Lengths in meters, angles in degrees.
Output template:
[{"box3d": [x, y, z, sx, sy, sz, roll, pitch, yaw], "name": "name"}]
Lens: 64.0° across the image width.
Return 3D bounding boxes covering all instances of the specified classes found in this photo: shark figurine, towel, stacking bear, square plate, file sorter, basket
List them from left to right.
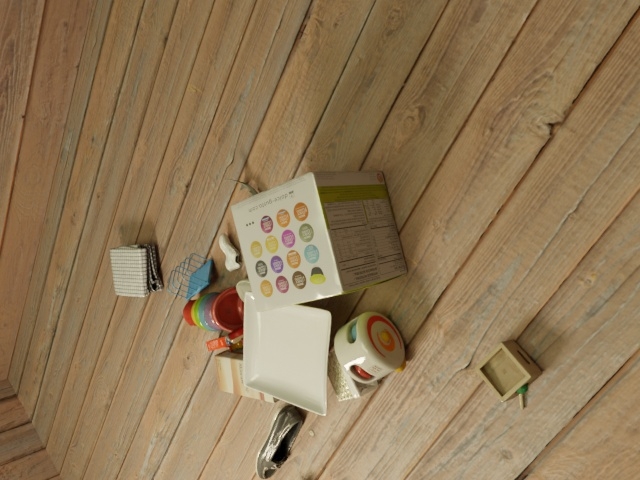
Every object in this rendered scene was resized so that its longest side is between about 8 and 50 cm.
[{"box3d": [-0.850, 0.135, 2.369, 0.283, 0.121, 0.235, -4, 92, 40], "name": "towel"}, {"box3d": [-0.534, 0.145, 2.094, 0.170, 0.104, 0.118, -36, 39, 36], "name": "file sorter"}, {"box3d": [-0.439, 0.284, 2.038, 0.289, 0.164, 0.175, -10, 87, 44], "name": "stacking bear"}, {"box3d": [-0.251, -0.111, 1.862, 0.166, 0.116, 0.278, -17, 87, 37], "name": "shark figurine"}, {"box3d": [-0.109, 0.357, 1.671, 0.347, 0.049, 0.344, 9, 102, 32], "name": "square plate"}, {"box3d": [0.090, 0.423, 1.655, 0.103, 0.113, 0.167, -35, 73, 38], "name": "basket"}]

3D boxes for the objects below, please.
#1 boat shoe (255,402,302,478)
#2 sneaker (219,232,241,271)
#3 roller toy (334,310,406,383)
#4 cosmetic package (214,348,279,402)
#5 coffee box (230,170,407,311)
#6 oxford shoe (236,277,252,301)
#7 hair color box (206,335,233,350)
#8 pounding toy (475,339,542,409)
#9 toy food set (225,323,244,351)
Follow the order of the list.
[{"box3d": [-0.152, 0.764, 1.892, 0.095, 0.112, 0.335, 30, 110, 37], "name": "boat shoe"}, {"box3d": [-0.348, 0.041, 2.001, 0.061, 0.053, 0.152, -18, 90, 29], "name": "sneaker"}, {"box3d": [0.153, 0.319, 1.540, 0.146, 0.191, 0.209, -40, 71, 34], "name": "roller toy"}, {"box3d": [-0.247, 0.495, 1.918, 0.296, 0.129, 0.153, -4, 96, 38], "name": "cosmetic package"}, {"box3d": [0.000, 0.000, 1.528, 0.337, 0.338, 0.334, -17, 85, 39], "name": "coffee box"}, {"box3d": [-0.173, 0.299, 1.819, 0.449, 0.130, 0.169, 43, 145, 27], "name": "oxford shoe"}, {"box3d": [-0.386, 0.407, 2.059, 0.141, 0.072, 0.043, -22, 81, 39], "name": "hair color box"}, {"box3d": [0.501, 0.357, 1.342, 0.141, 0.100, 0.130, 54, 124, 33], "name": "pounding toy"}, {"box3d": [-0.282, 0.378, 1.873, 0.111, 0.104, 0.232, 66, 165, -16], "name": "toy food set"}]
